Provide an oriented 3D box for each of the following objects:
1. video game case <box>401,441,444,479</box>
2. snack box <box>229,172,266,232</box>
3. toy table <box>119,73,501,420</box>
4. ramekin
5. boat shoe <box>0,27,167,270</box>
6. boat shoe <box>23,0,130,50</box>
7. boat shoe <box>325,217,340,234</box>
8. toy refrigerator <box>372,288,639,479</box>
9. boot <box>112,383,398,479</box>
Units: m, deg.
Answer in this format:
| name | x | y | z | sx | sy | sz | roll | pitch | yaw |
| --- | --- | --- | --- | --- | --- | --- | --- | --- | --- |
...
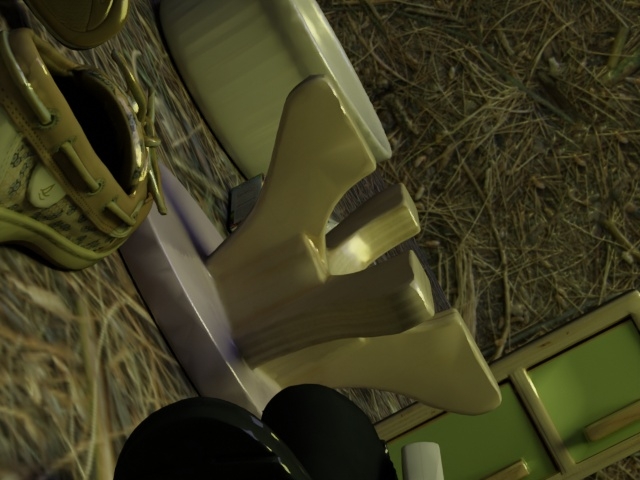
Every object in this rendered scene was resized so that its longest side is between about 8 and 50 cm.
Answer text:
| name | x | y | z | sx | sy | sz | roll | pitch | yaw |
| --- | --- | --- | --- | --- | --- | --- | --- | --- | --- |
| video game case | 0.063 | 0.254 | 0.677 | 0.206 | 0.026 | 0.227 | -87 | 172 | -70 |
| snack box | -0.030 | 0.018 | 1.159 | 0.141 | 0.037 | 0.100 | 58 | 10 | -20 |
| toy table | -0.007 | 0.032 | 0.862 | 0.274 | 0.161 | 0.252 | 58 | 10 | -24 |
| ramekin | -0.049 | -0.176 | 1.340 | 0.277 | 0.135 | 0.277 | 59 | 10 | -17 |
| boat shoe | -0.126 | -0.048 | 0.660 | 0.104 | 0.089 | 0.285 | 61 | 9 | 2 |
| boat shoe | -0.196 | -0.223 | 0.863 | 0.223 | 0.080 | 0.073 | 62 | -23 | 3 |
| boat shoe | 0.000 | 0.000 | 1.332 | 0.063 | 0.066 | 0.184 | 61 | 19 | -3 |
| toy refrigerator | 0.136 | 0.142 | 0.952 | 0.102 | 0.269 | 0.094 | 63 | 9 | 7 |
| boot | -0.022 | 0.134 | 0.656 | 0.207 | 0.094 | 0.246 | -93 | 159 | -62 |
